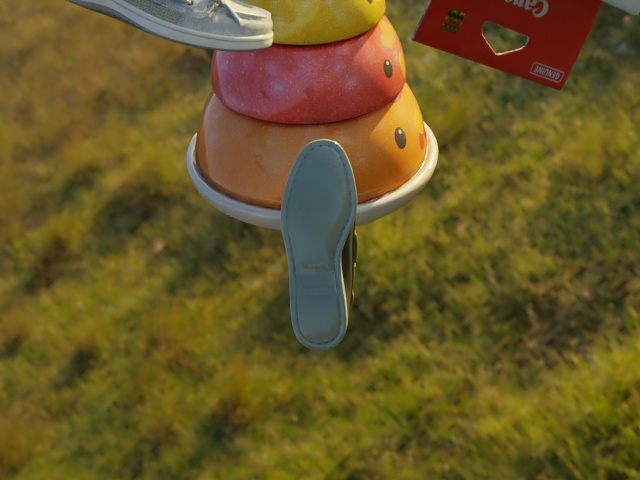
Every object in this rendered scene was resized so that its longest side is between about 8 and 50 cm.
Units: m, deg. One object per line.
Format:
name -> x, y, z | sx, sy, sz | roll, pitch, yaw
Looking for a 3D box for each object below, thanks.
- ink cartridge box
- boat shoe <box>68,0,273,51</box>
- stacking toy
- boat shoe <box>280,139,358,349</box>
ink cartridge box -> 0.248, -0.285, 1.714 | 0.060, 0.275, 0.239 | 35, 107, 42
boat shoe -> -0.199, -0.306, 1.887 | 0.118, 0.320, 0.103 | -97, 27, -72
stacking toy -> -0.019, -0.282, 2.124 | 0.350, 0.480, 0.350 | -2, 34, 1
boat shoe -> 0.000, 0.000, 1.738 | 0.081, 0.228, 0.069 | 3, 11, 5
